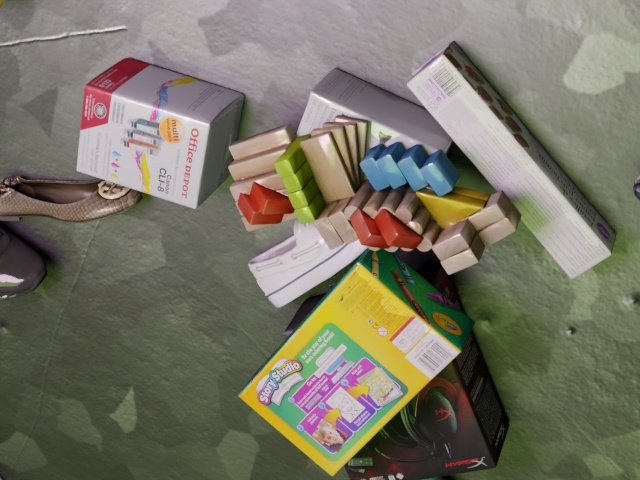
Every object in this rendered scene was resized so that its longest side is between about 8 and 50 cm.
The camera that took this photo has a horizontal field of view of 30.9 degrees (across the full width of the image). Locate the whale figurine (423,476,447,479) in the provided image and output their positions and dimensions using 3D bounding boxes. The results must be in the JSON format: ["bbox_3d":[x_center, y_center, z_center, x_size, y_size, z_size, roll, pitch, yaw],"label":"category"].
[{"bbox_3d":[0.114,0.451,1.638,0.216,0.141,0.272,38,86,-11],"label":"whale figurine"}]

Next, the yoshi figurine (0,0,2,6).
[{"bbox_3d":[-0.582,-0.394,1.503,0.362,0.203,0.203,4,100,20],"label":"yoshi figurine"}]

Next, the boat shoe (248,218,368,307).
[{"bbox_3d":[0.000,0.000,1.531,0.258,0.095,0.084,-36,98,32],"label":"boat shoe"}]

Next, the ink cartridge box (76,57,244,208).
[{"bbox_3d":[-0.208,-0.142,1.519,0.176,0.127,0.128,17,119,10],"label":"ink cartridge box"}]

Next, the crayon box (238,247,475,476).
[{"bbox_3d":[0.041,0.153,1.472,0.165,0.081,0.278,41,120,0],"label":"crayon box"}]

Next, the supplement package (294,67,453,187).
[{"bbox_3d":[0.066,-0.121,1.447,0.179,0.105,0.105,25,120,6],"label":"supplement package"}]

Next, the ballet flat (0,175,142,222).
[{"bbox_3d":[-0.367,-0.065,1.642,0.250,0.084,0.058,0,116,25],"label":"ballet flat"}]

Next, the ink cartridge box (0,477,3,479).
[{"bbox_3d":[-0.643,0.439,1.842,0.065,0.311,0.186,-39,97,29],"label":"ink cartridge box"}]

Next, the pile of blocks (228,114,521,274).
[{"bbox_3d":[0.048,-0.053,1.359,0.362,0.112,0.149,9,119,15],"label":"pile of blocks"}]

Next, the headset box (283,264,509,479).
[{"bbox_3d":[0.100,0.176,1.575,0.218,0.110,0.293,-15,109,25],"label":"headset box"}]

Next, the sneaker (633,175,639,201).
[{"bbox_3d":[0.425,0.004,1.385,0.163,0.086,0.226,25,111,-6],"label":"sneaker"}]

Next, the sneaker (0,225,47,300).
[{"bbox_3d":[-0.531,-0.011,1.686,0.286,0.109,0.130,24,143,5],"label":"sneaker"}]

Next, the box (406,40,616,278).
[{"bbox_3d":[0.236,-0.098,1.423,0.067,0.063,0.324,-38,98,31],"label":"box"}]
